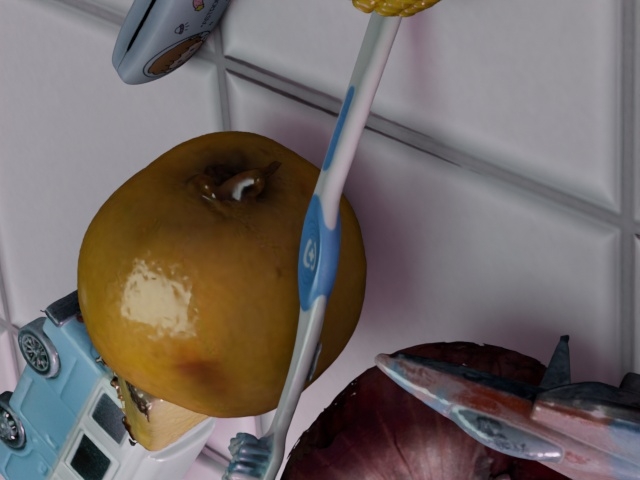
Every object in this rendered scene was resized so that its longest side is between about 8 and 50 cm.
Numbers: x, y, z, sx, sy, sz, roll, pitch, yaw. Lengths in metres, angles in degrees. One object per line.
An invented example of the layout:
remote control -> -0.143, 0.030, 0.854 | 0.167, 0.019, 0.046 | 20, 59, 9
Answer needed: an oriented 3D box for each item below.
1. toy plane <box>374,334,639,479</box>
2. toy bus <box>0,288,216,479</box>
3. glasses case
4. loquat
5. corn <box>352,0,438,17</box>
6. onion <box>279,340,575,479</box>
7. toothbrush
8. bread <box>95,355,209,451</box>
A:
toy plane -> 0.190, 0.117, 1.083 | 0.326, 0.104, 0.223 | 25, 141, 10
toy bus -> -0.185, 0.154, 1.649 | 0.165, 0.133, 0.271 | 49, 141, 14
glasses case -> -0.103, -0.172, 1.380 | 0.045, 0.067, 0.178 | 56, 145, 12
loquat -> -0.070, 0.025, 1.340 | 0.208, 0.208, 0.208 | 32, 135, 39
corn -> 0.092, -0.221, 1.063 | 0.106, 0.106, 0.305 | 59, 150, 8
onion -> 0.097, 0.188, 1.244 | 0.252, 0.219, 0.252 | -1, 88, 17
toothbrush -> 0.004, 0.001, 1.236 | 0.040, 0.040, 0.386 | 24, 98, 44
bread -> -0.103, 0.078, 1.487 | 0.152, 0.147, 0.127 | 61, 159, 16
